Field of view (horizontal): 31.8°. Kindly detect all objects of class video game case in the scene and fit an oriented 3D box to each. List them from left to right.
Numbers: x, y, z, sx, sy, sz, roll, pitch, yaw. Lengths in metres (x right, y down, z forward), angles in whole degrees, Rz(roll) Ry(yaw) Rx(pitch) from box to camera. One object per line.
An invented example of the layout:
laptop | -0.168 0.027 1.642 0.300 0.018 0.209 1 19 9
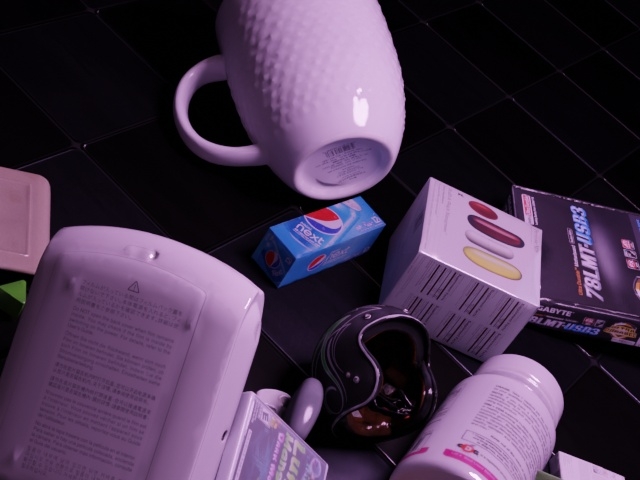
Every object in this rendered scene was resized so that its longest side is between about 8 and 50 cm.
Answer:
video game case | -0.058 0.292 1.244 0.173 0.022 0.190 51 40 -39

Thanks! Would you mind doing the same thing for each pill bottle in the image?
pill bottle | 0.215 0.277 1.481 0.160 0.160 0.283 39 39 8

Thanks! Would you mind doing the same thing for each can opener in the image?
can opener | -0.058 0.281 1.354 0.074 0.093 0.280 24 44 -12

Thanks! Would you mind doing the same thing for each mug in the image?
mug | -0.050 -0.232 1.794 0.374 0.276 0.328 -13 59 -5

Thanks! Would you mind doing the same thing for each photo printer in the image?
photo printer | -0.209 0.144 1.193 0.256 0.307 0.107 16 -3 12

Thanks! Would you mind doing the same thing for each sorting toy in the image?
sorting toy | -0.447 -0.031 1.453 0.196 0.047 0.347 16 41 -27

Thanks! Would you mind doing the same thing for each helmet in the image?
helmet | 0.067 0.170 1.485 0.169 0.169 0.161 11 52 -25

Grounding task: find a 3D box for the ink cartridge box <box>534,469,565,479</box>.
ink cartridge box | 0.259 0.385 1.314 0.109 0.209 0.062 17 -2 36

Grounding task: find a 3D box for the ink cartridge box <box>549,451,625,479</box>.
ink cartridge box | 0.388 0.354 1.623 0.115 0.029 0.063 23 39 -14

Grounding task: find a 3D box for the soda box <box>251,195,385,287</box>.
soda box | 0.000 0.000 1.701 0.210 0.071 0.067 -21 63 -45

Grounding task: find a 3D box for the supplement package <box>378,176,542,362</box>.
supplement package | 0.217 0.046 1.738 0.203 0.149 0.194 25 39 -8

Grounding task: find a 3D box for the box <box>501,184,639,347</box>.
box | 0.466 0.046 1.931 0.293 0.073 0.295 14 40 -6
